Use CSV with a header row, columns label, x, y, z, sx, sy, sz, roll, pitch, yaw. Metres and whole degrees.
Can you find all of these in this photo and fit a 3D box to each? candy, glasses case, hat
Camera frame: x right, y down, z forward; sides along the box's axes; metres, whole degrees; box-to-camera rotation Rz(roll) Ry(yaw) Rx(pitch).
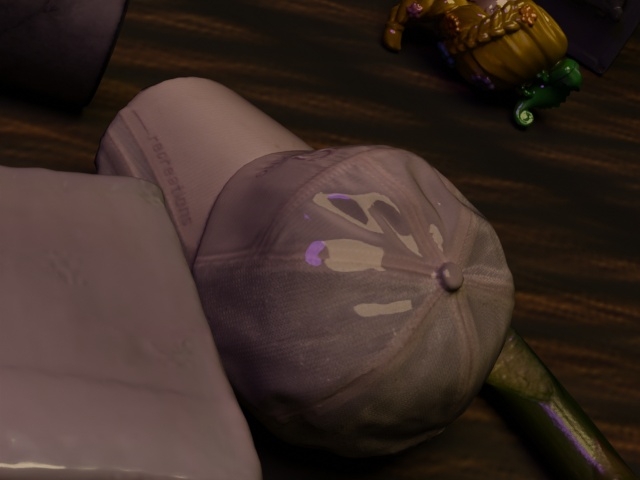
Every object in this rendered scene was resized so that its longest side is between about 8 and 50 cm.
label,x,y,z,sx,sy,sz,roll,pitch,yaw
candy,-0.221,0.072,0.712,0.359,0.145,0.208,5,45,-28
glasses case,-0.272,-0.169,0.952,0.299,0.114,0.060,16,43,-17
hat,-0.006,-0.004,0.913,0.232,0.161,0.275,-14,53,-45

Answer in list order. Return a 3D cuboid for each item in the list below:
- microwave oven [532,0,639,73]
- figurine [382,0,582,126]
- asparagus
label,x,y,z,sx,sy,sz,roll,pitch,yaw
microwave oven,0.158,-0.403,1.357,0.432,0.236,0.374,32,41,2
figurine,0.125,-0.154,1.212,0.156,0.115,0.095,50,6,-5
asparagus,0.139,0.103,0.974,0.045,0.041,0.178,-8,51,-47
